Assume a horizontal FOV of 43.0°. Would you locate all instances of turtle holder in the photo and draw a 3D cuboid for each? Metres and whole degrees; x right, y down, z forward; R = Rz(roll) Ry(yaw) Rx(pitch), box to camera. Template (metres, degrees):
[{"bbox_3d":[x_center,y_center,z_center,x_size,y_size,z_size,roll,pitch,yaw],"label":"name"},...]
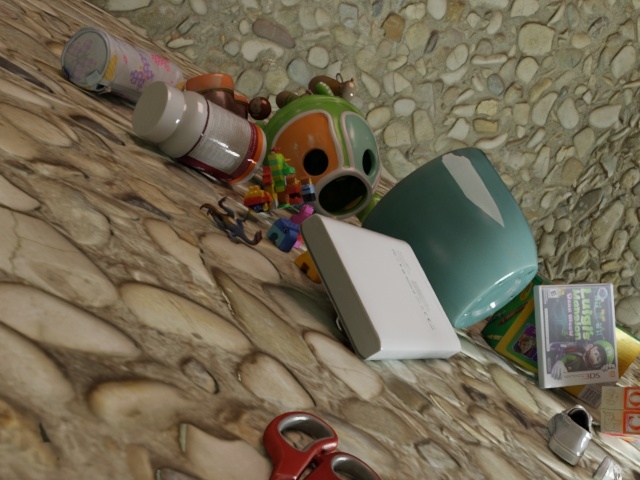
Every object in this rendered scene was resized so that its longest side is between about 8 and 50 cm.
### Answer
[{"bbox_3d":[0.013,-0.142,1.707,0.320,0.243,0.227,82,-14,-48],"label":"turtle holder"}]

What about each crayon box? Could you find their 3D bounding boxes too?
[{"bbox_3d":[0.484,0.197,1.622,0.278,0.165,0.081,31,11,-16],"label":"crayon box"}]

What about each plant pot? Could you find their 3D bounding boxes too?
[{"bbox_3d":[0.252,0.017,1.483,0.235,0.293,0.293,55,19,23],"label":"plant pot"}]

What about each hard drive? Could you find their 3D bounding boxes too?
[{"bbox_3d":[0.096,0.075,1.170,0.307,0.040,0.203,14,47,-60],"label":"hard drive"}]

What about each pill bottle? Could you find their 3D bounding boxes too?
[{"bbox_3d":[-0.210,-0.188,1.425,0.221,0.121,0.121,23,14,-42],"label":"pill bottle"}]

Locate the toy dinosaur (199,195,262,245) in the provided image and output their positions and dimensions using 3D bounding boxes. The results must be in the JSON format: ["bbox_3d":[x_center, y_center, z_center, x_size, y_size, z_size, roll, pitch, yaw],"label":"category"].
[{"bbox_3d":[-0.123,-0.026,1.183,0.082,0.047,0.090,48,-8,-28],"label":"toy dinosaur"}]

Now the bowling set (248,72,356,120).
[{"bbox_3d":[-0.056,-0.255,1.843,0.199,0.287,0.154,7,10,-38],"label":"bowling set"}]

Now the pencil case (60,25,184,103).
[{"bbox_3d":[-0.377,-0.327,1.587,0.124,0.113,0.273,51,15,15],"label":"pencil case"}]

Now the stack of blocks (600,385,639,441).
[{"bbox_3d":[0.668,0.340,1.514,0.171,0.087,0.297,-8,-22,44],"label":"stack of blocks"}]

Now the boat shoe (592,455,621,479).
[{"bbox_3d":[0.416,0.334,1.167,0.035,0.035,0.100,35,4,24],"label":"boat shoe"}]

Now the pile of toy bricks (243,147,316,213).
[{"bbox_3d":[-0.071,-0.109,1.413,0.212,0.118,0.105,-24,102,-78],"label":"pile of toy bricks"}]

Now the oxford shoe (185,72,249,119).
[{"bbox_3d":[-0.225,-0.260,1.807,0.130,0.133,0.363,-10,-4,4],"label":"oxford shoe"}]

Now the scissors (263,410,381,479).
[{"bbox_3d":[-0.033,0.179,0.583,0.109,0.021,0.297,40,13,19],"label":"scissors"}]

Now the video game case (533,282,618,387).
[{"bbox_3d":[0.485,0.177,1.536,0.173,0.190,0.022,0,-5,-21],"label":"video game case"}]

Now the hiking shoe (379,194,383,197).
[{"bbox_3d":[0.198,-0.035,2.109,0.227,0.086,0.114,39,-3,0],"label":"hiking shoe"}]

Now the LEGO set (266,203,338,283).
[{"bbox_3d":[0.000,0.000,1.274,0.087,0.093,0.227,21,16,-48],"label":"LEGO set"}]

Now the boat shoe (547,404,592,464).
[{"bbox_3d":[0.379,0.279,1.217,0.066,0.063,0.184,37,11,21],"label":"boat shoe"}]
